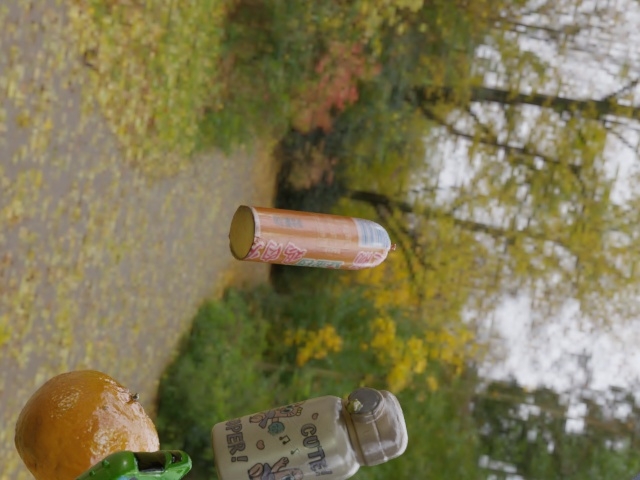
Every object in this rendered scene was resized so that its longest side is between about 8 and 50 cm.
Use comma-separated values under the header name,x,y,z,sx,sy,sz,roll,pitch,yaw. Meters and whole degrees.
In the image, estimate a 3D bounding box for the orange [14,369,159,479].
name,x,y,z,sx,sy,sz,roll,pitch,yaw
orange,-0.291,0.252,1.450,0.161,0.193,0.193,-43,170,-15

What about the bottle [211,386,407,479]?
name,x,y,z,sx,sy,sz,roll,pitch,yaw
bottle,-0.010,0.219,1.265,0.097,0.209,0.110,-103,175,-46

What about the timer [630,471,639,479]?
name,x,y,z,sx,sy,sz,roll,pitch,yaw
timer,0.245,0.301,0.936,0.395,0.173,0.395,-34,153,-20

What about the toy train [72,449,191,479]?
name,x,y,z,sx,sy,sz,roll,pitch,yaw
toy train,-0.197,0.213,0.875,0.042,0.209,0.044,59,-11,-23

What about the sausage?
name,x,y,z,sx,sy,sz,roll,pitch,yaw
sausage,0.000,0.000,1.463,0.071,0.234,0.071,-14,-106,57
